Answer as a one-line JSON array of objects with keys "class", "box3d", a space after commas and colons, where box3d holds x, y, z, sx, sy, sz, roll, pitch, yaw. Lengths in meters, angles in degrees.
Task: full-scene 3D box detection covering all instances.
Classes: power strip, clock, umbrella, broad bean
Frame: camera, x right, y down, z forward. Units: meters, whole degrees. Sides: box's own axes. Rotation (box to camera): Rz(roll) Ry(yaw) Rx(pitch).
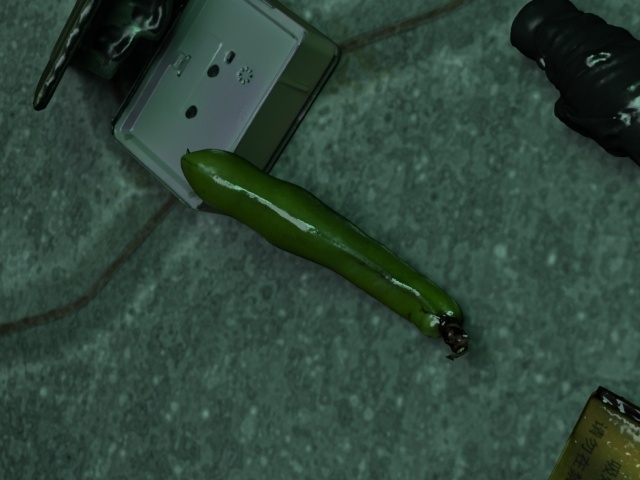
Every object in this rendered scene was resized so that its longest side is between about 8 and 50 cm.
[{"class": "power strip", "box3d": [-0.178, -0.244, 1.422, 0.092, 0.257, 0.251, 21, 104, -9]}, {"class": "clock", "box3d": [-0.089, -0.135, 1.398, 0.147, 0.071, 0.192, 40, 105, 32]}, {"class": "umbrella", "box3d": [0.276, -0.077, 1.143, 0.113, 0.106, 0.358, -49, 52, 7]}, {"class": "broad bean", "box3d": [0.005, 0.002, 1.282, 0.318, 0.098, 0.056, 33, 96, 24]}]

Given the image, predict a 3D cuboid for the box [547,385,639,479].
[{"class": "box", "box3d": [0.271, 0.229, 1.095, 0.240, 0.071, 0.159, 29, 96, 34]}]
